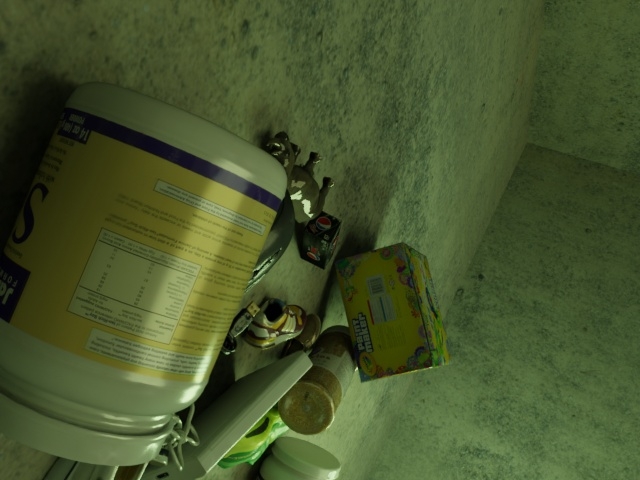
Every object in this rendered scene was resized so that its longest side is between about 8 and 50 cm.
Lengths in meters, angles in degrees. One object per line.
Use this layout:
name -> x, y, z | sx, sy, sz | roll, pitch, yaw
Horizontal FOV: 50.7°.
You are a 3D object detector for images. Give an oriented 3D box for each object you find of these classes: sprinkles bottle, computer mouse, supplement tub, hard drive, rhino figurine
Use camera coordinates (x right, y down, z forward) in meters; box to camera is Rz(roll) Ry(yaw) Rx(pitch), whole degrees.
sprinkles bottle -> 0.011, 0.299, 1.500 | 0.355, 0.121, 0.121 | -42, 148, -72
computer mouse -> -0.093, 0.051, 0.986 | 0.262, 0.060, 0.184 | -57, 155, -26
supplement tub -> -0.077, 0.627, 1.597 | 0.272, 0.191, 0.191 | -68, 158, 0
hard drive -> -0.164, 0.306, 1.144 | 0.203, 0.040, 0.307 | -31, -176, 37
rhino figurine -> -0.045, -0.108, 1.160 | 0.106, 0.073, 0.243 | -67, 157, -13
supplement tub -> -0.199, 0.032, 0.702 | 0.331, 0.241, 0.241 | -68, 158, -3

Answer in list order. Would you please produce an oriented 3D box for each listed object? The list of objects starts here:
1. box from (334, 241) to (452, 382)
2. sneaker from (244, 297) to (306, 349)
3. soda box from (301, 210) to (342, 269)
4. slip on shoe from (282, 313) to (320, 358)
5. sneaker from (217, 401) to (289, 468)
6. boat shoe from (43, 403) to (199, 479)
box -> 0.185, 0.180, 1.646 | 0.279, 0.177, 0.289 | 23, 53, -68
sneaker -> -0.075, 0.149, 1.327 | 0.185, 0.070, 0.083 | -27, 139, -60
soda box -> 0.000, 0.000, 1.327 | 0.053, 0.060, 0.169 | -61, 174, -20
slip on shoe -> -0.044, 0.222, 1.497 | 0.135, 0.051, 0.041 | -56, 162, -11
sneaker -> -0.136, 0.384, 1.392 | 0.123, 0.109, 0.295 | -49, 164, 14
boat shoe -> -0.241, 0.268, 0.931 | 0.367, 0.157, 0.135 | -60, 157, -20
